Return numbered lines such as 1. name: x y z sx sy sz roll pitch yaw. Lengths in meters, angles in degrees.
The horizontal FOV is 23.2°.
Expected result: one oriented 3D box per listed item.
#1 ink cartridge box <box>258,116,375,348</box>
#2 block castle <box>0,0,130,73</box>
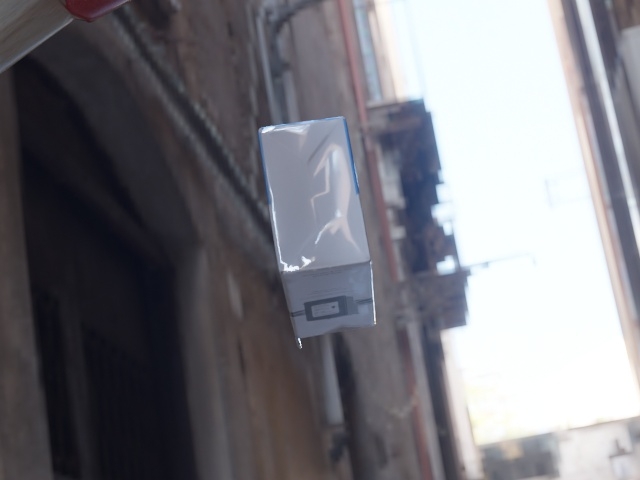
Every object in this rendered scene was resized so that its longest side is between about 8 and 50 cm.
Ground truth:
1. ink cartridge box: 0.000 0.000 1.066 0.060 0.104 0.180 -10 -20 0
2. block castle: -0.284 -0.343 1.326 0.213 0.303 0.453 -35 21 7
